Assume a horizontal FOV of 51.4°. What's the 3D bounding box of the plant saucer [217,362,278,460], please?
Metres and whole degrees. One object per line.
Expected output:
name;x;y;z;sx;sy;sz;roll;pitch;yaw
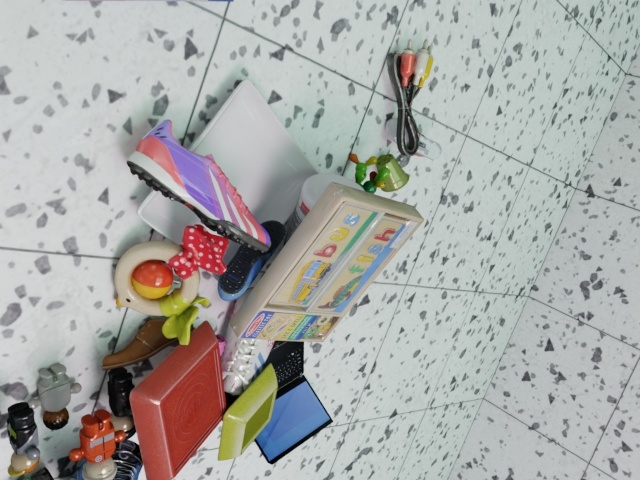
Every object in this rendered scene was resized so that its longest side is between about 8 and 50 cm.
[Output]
plant saucer;-0.161;0.413;1.561;0.188;0.045;0.188;-43;153;-46

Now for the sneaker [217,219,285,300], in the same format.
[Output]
sneaker;-0.154;0.044;1.451;0.209;0.069;0.082;-54;176;-22

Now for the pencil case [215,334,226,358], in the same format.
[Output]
pencil case;-0.286;0.306;1.508;0.095;0.098;0.209;-7;117;-75

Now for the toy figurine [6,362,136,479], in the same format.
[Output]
toy figurine;-0.453;0.340;1.229;0.209;0.213;0.148;4;112;-1

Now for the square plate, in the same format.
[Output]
square plate;-0.183;-0.108;1.405;0.344;0.049;0.347;-54;141;-11

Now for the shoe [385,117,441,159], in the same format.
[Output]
shoe;0.234;-0.269;1.770;0.178;0.081;0.063;26;90;-22

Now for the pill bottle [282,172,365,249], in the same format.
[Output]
pill bottle;0.000;0.000;1.546;0.161;0.161;0.283;-22;145;-39

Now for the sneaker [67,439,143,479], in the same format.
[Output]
sneaker;-0.420;0.463;1.316;0.130;0.330;0.147;35;69;-20

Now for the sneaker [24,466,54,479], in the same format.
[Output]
sneaker;-0.573;0.626;1.366;0.146;0.134;0.343;-26;121;-28

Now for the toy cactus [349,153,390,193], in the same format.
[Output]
toy cactus;0.075;-0.116;1.672;0.219;0.112;0.180;-38;155;-31

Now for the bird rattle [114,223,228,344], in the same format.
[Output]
bird rattle;-0.295;0.077;1.299;0.207;0.143;0.253;9;126;-15

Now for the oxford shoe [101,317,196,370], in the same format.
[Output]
oxford shoe;-0.365;0.207;1.392;0.212;0.076;0.076;-25;99;-34

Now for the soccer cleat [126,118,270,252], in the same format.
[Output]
soccer cleat;-0.201;-0.092;1.241;0.318;0.108;0.116;37;77;-26

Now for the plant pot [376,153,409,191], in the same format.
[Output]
plant pot;0.183;-0.184;1.757;0.083;0.083;0.079;-44;126;-22

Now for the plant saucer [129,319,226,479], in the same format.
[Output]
plant saucer;-0.271;0.337;1.358;0.258;0.048;0.259;-46;141;-53

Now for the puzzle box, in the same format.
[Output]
puzzle box;0.014;0.066;1.447;0.272;0.052;0.409;11;124;-44

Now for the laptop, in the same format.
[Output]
laptop;-0.090;0.403;1.749;0.234;0.136;0.264;-25;129;-38

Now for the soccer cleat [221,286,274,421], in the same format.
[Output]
soccer cleat;-0.178;0.276;1.553;0.143;0.116;0.331;-67;172;-71

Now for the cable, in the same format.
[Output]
cable;0.222;-0.355;1.655;0.139;0.072;0.287;-4;99;-46
